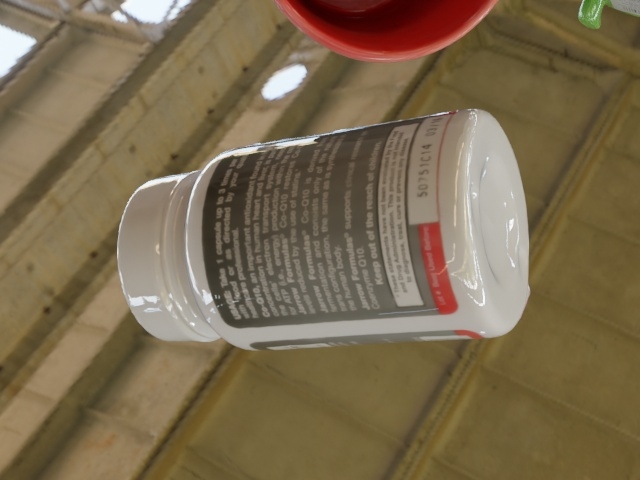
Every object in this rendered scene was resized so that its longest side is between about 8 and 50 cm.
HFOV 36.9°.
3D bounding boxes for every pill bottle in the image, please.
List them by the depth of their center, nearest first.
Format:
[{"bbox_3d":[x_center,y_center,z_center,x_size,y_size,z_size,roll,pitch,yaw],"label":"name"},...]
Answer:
[{"bbox_3d":[0.000,0.000,0.726,0.283,0.161,0.161,-6,-131,26],"label":"pill bottle"}]

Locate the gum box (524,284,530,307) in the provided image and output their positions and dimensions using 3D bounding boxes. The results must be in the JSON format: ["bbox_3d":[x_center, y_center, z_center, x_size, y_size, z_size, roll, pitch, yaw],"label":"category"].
[{"bbox_3d":[0.134,-0.005,0.945,0.107,0.188,0.062,-8,-162,25],"label":"gum box"}]

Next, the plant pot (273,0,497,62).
[{"bbox_3d":[0.047,-0.327,0.992,0.275,0.275,0.243,-28,-166,-1],"label":"plant pot"}]

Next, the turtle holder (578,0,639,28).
[{"bbox_3d":[0.404,-0.396,1.196,0.243,0.320,0.227,26,-82,53],"label":"turtle holder"}]
